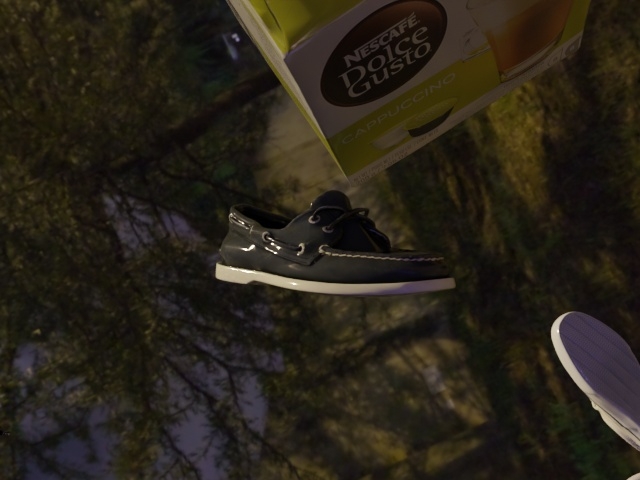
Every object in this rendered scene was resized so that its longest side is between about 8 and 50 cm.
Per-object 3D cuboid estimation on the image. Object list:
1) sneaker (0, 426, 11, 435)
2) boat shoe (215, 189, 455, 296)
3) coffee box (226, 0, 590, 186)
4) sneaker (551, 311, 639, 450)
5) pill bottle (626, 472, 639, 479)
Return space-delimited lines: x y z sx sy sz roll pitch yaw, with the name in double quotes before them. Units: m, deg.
"sneaker" -0.494 0.273 1.030 0.069 0.038 0.098 21 -156 -4
"boat shoe" 0.003 0.000 0.776 0.340 0.127 0.113 3 90 51
"coffee box" 0.062 -0.325 0.756 0.338 0.337 0.334 59 -177 20
"sneaker" 0.407 0.212 0.957 0.258 0.094 0.091 50 160 5
"pill bottle" 0.492 0.475 1.045 0.283 0.160 0.160 85 165 -52
